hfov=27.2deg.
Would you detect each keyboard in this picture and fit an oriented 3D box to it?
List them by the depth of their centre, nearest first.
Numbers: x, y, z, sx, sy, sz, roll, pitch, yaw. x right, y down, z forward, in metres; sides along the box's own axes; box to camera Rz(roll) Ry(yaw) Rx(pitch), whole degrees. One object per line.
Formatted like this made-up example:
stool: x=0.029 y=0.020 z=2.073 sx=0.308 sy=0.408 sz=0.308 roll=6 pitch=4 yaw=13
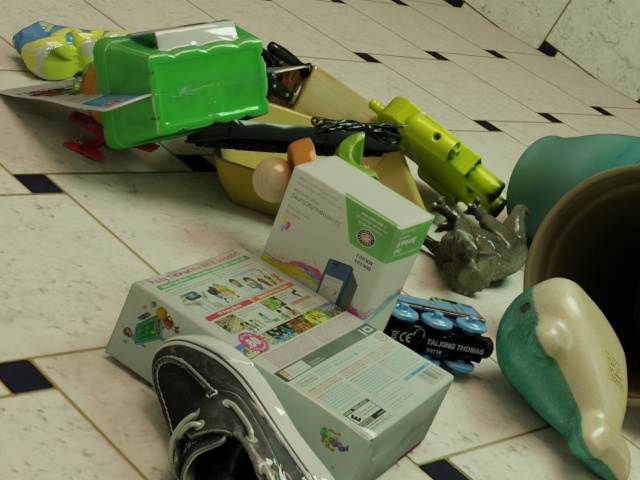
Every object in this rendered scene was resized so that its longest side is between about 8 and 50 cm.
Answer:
keyboard: x=-0.010 y=-0.141 z=1.849 sx=0.317 sy=0.033 sz=0.201 roll=0 pitch=-8 yaw=-41

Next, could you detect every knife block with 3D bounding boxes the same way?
knife block: x=-0.015 y=-0.239 z=2.206 sx=0.275 sy=0.088 sz=0.242 roll=25 pitch=-4 yaw=6

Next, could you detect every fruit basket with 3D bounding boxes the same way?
fruit basket: x=-0.250 y=-0.241 z=1.902 sx=0.327 sy=0.165 sz=0.353 roll=-15 pitch=23 yaw=-34

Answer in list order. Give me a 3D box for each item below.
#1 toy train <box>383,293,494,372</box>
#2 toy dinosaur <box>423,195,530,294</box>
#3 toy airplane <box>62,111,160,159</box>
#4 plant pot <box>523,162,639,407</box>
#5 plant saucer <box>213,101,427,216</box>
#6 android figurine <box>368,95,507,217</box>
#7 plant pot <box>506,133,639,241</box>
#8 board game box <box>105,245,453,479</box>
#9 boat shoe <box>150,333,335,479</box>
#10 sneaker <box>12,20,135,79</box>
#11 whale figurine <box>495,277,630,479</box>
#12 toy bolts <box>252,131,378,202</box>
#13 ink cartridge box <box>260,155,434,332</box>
toy train: x=0.128 y=0.113 z=1.670 sx=0.184 sy=0.080 sz=0.105 roll=12 pitch=15 yaw=-20
toy dinosaur: x=0.243 y=0.012 z=2.005 sx=0.160 sy=0.121 sz=0.313 roll=47 pitch=25 yaw=24
toy airplane: x=-0.310 y=-0.145 z=1.902 sx=0.151 sy=0.028 sz=0.151 roll=14 pitch=20 yaw=-5
plant pot: x=0.483 y=0.081 z=1.837 sx=0.323 sy=0.323 sz=0.280 roll=37 pitch=9 yaw=32
plant saucer: x=-0.019 y=-0.103 z=2.019 sx=0.333 sy=0.081 sz=0.333 roll=17 pitch=21 yaw=-13
android figurine: x=0.189 y=-0.142 z=2.180 sx=0.273 sy=0.056 sz=0.248 roll=39 pitch=-7 yaw=17
plant pot: x=0.452 y=-0.056 z=2.159 sx=0.271 sy=0.272 sz=0.255 roll=1 pitch=15 yaw=-43
board game box: x=-0.040 y=0.135 z=1.423 sx=0.303 sy=0.097 sz=0.224 roll=32 pitch=22 yaw=19
boat shoe: x=-0.092 y=0.195 z=1.232 sx=0.102 sy=0.108 sz=0.301 roll=2 pitch=37 yaw=-45
sneaker: x=-0.393 y=-0.320 z=2.148 sx=0.126 sy=0.091 sz=0.240 roll=36 pitch=26 yaw=32
whale figurine: x=0.299 y=0.179 z=1.632 sx=0.216 sy=0.141 sz=0.272 roll=42 pitch=29 yaw=-40
toy bolts: x=0.000 y=0.000 z=1.751 sx=0.158 sy=0.218 sz=0.228 roll=-8 pitch=51 yaw=-9
ink cartridge box: x=0.016 y=0.031 z=1.563 sx=0.154 sy=0.212 sz=0.093 roll=33 pitch=27 yaw=22
